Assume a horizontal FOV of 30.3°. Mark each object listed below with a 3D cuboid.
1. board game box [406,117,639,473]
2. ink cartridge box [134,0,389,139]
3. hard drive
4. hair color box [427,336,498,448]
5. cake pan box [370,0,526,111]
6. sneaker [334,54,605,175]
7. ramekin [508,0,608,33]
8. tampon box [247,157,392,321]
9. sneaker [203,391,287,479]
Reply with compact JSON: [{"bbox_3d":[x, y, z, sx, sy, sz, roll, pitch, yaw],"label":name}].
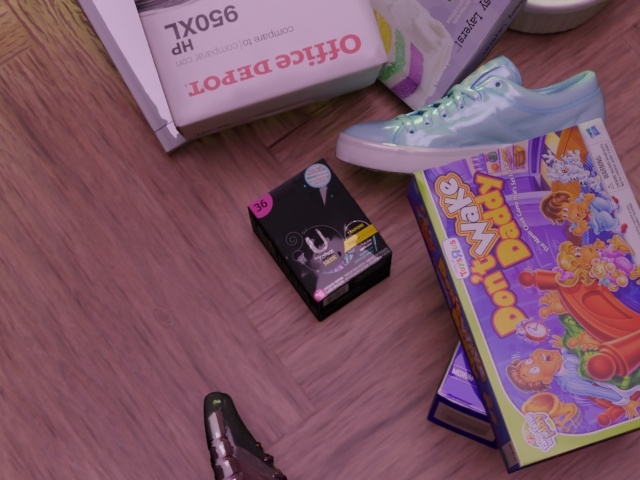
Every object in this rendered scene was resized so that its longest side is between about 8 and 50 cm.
[{"bbox_3d":[0.266,0.059,1.335,0.233,0.078,0.347,-17,74,-7],"label":"board game box"},{"bbox_3d":[-0.105,-0.360,1.520,0.285,0.166,0.395,-18,91,-2],"label":"ink cartridge box"},{"bbox_3d":[-0.198,-0.328,1.622,0.233,0.047,0.353,-30,90,-3],"label":"hard drive"},{"bbox_3d":[0.247,0.075,1.468,0.110,0.185,0.339,21,74,7],"label":"hair color box"},{"bbox_3d":[0.137,-0.338,1.587,0.246,0.267,0.070,44,33,11],"label":"cake pan box"},{"bbox_3d":[0.197,-0.167,1.555,0.366,0.135,0.150,-3,100,-11],"label":"sneaker"},{"bbox_3d":[0.312,-0.415,1.659,0.273,0.127,0.273,0,71,0],"label":"ramekin"},{"bbox_3d":[0.000,0.000,1.540,0.120,0.101,0.161,-34,74,-10],"label":"tampon box"},{"bbox_3d":[-0.040,0.306,1.451,0.162,0.106,0.281,-16,83,-9],"label":"sneaker"}]
